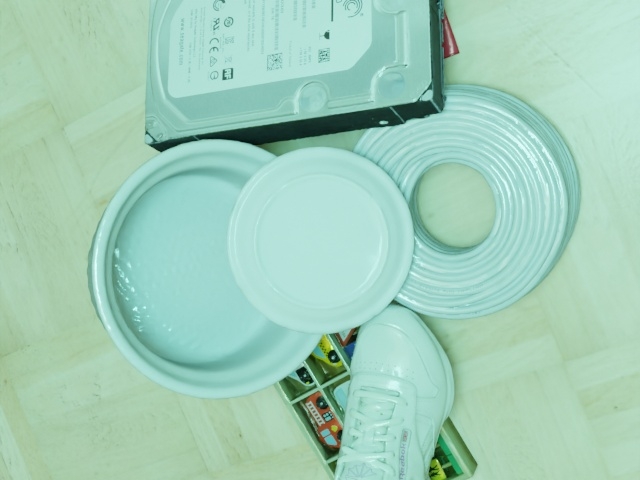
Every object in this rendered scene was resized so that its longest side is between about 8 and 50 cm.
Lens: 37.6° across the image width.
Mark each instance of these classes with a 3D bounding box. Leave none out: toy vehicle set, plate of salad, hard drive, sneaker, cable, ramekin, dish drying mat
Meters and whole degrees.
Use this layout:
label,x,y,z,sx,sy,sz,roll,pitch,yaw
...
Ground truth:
label,x,y,z,sx,sy,sz,roll,pitch,yaw
toy vehicle set,0.050,0.197,1.142,0.166,0.035,0.267,-32,88,23
plate of salad,0.000,0.000,1.005,0.199,0.048,0.200,0,94,-3
hard drive,-0.035,-0.229,1.035,0.339,0.064,0.237,-5,76,21
sneaker,0.076,0.225,1.035,0.114,0.152,0.305,4,100,23
cable,0.148,-0.043,1.030,0.257,0.089,0.257,-43,83,22
ramekin,-0.128,0.032,1.059,0.135,0.277,0.277,-5,102,67
dish drying mat,0.126,-0.242,1.045,0.032,0.008,0.083,-19,92,22
